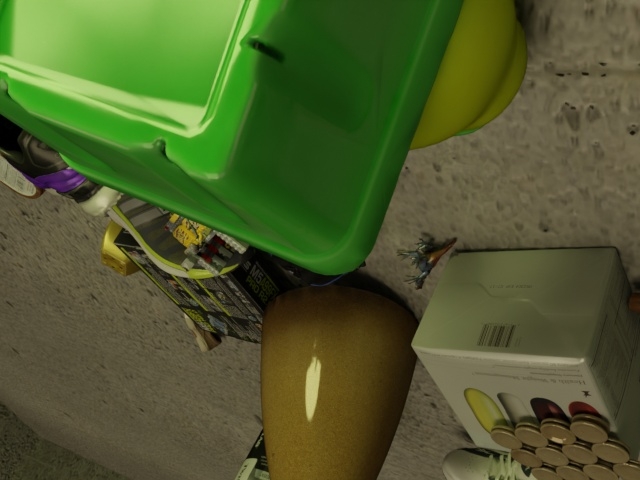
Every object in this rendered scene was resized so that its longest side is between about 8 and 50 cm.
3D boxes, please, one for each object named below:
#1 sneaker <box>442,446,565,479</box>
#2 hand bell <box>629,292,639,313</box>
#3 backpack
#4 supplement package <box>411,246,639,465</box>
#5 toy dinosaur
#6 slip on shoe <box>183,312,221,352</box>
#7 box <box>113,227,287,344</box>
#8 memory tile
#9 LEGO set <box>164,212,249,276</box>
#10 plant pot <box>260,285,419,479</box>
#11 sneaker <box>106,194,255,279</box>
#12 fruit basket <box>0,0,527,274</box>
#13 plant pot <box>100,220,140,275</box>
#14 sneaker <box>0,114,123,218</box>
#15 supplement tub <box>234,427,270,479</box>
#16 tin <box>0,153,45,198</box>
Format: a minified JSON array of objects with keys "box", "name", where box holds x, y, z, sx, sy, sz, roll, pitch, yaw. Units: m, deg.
[{"box":[0.307,0.355,1.100,0.234,0.094,0.153,16,143,23],"name":"sneaker"},{"box":[0.412,0.081,0.655,0.242,0.126,0.126,13,145,45],"name":"hand bell"},{"box":[0.000,0.000,0.884,0.105,0.084,0.114,38,142,-9],"name":"backpack"},{"box":[0.246,0.131,0.795,0.194,0.149,0.203,-3,134,40],"name":"supplement package"},{"box":[0.131,0.035,0.867,0.090,0.047,0.082,-1,155,26],"name":"toy dinosaur"},{"box":[-0.223,0.157,1.327,0.041,0.051,0.135,-16,127,-1],"name":"slip on shoe"},{"box":[-0.162,0.070,1.108,0.216,0.060,0.270,8,148,33],"name":"box"},{"box":[0.264,0.226,0.757,0.113,0.012,0.148,41,145,-15],"name":"memory tile"},{"box":[-0.113,-0.103,0.740,0.255,0.192,0.331,43,146,-17],"name":"LEGO set"},{"box":[0.014,0.233,0.975,0.236,0.255,0.237,6,144,5],"name":"plant pot"},{"box":[-0.207,-0.056,0.909,0.299,0.111,0.121,30,138,22],"name":"sneaker"},{"box":[0.000,-0.175,0.485,0.282,0.392,0.392,21,146,16],"name":"fruit basket"},{"box":[-0.317,0.008,1.160,0.081,0.083,0.081,30,147,2],"name":"plant pot"},{"box":[-0.314,-0.119,0.795,0.146,0.102,0.293,37,169,-34],"name":"sneaker"},{"box":[-0.022,0.379,1.198,0.193,0.316,0.194,22,146,16],"name":"supplement tub"},{"box":[-0.544,-0.143,1.193,0.189,0.040,0.106,37,143,-8],"name":"tin"}]
